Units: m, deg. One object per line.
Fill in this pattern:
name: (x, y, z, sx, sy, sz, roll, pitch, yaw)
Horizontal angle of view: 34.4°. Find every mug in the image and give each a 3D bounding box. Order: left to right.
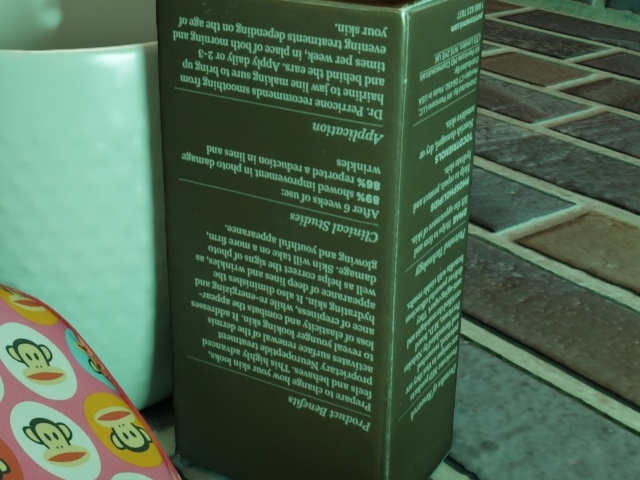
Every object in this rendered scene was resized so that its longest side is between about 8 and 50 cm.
mug: (-0.233, -0.044, 0.906, 0.374, 0.328, 0.276, 18, 29, 34)

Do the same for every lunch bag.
lunch bag: (-0.207, 0.140, 0.594, 0.258, 0.120, 0.293, 46, 14, 21)

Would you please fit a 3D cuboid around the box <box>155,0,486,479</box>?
box: (0.000, 0.000, 0.750, 0.191, 0.381, 0.143, 14, 25, 27)
